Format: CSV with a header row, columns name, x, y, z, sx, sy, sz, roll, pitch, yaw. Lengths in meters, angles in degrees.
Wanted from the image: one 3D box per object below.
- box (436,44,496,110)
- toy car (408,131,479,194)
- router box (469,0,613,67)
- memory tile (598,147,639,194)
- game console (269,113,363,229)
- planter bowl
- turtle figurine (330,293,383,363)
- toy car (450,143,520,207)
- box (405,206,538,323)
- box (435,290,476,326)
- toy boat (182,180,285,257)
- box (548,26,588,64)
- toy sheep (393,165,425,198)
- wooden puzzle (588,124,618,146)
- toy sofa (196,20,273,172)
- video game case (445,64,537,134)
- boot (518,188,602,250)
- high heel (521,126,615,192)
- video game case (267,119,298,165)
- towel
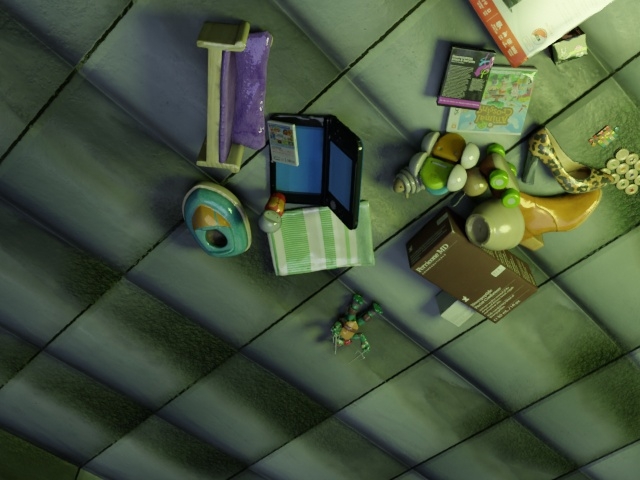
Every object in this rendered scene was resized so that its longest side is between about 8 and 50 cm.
name,x,y,z,sx,sy,sz,roll,pitch,yaw
box,0.377,-0.423,1.675,0.116,0.029,0.162,7,127,-5
toy car,0.343,-0.204,1.785,0.159,0.182,0.136,23,158,23
router box,0.497,-0.633,1.514,0.301,0.082,0.335,-33,120,22
memory tile,0.896,-0.201,1.879,0.148,0.012,0.113,24,123,-17
game console,-0.017,-0.187,1.797,0.173,0.250,0.293,-16,130,-22
planter bowl,0.490,-0.041,1.860,0.109,0.162,0.162,-15,134,-32
turtle figurine,0.101,0.302,2.186,0.175,0.118,0.234,20,109,-32
toy car,0.456,-0.158,1.832,0.188,0.155,0.149,-24,123,28
box,0.474,0.082,2.012,0.381,0.143,0.191,32,120,-20
box,0.450,0.206,2.124,0.087,0.101,0.102,30,119,-20
toy boat,-0.253,-0.060,1.876,0.318,0.148,0.267,-10,127,20
box,0.628,-0.495,1.636,0.083,0.052,0.062,-16,125,13
toy sheep,0.266,-0.176,1.854,0.132,0.091,0.091,-31,126,-14
wooden puzzle,0.803,-0.293,1.814,0.049,0.006,0.083,34,119,-23
toy sofa,-0.225,-0.368,1.667,0.177,0.150,0.362,6,126,-3
video game case,0.458,-0.379,1.739,0.212,0.023,0.193,2,127,-2
boot,0.652,-0.100,1.897,0.211,0.104,0.295,31,125,-21
high heel,0.709,-0.230,1.803,0.261,0.093,0.186,5,133,7
video game case,-0.103,-0.269,1.777,0.087,0.011,0.122,16,128,29
towel,0.000,0.000,2.010,0.325,0.038,0.247,-6,126,4
